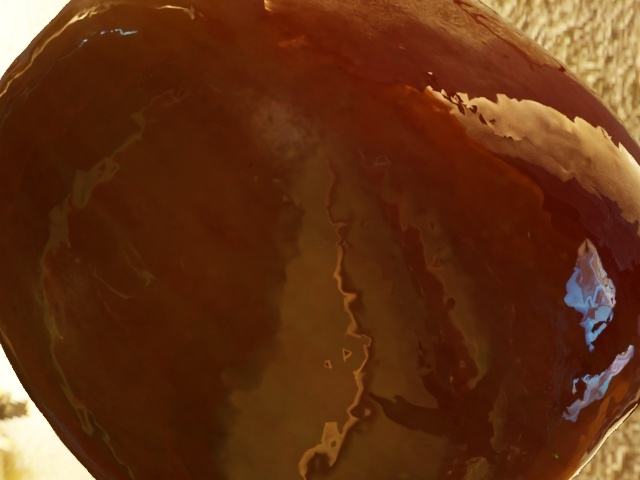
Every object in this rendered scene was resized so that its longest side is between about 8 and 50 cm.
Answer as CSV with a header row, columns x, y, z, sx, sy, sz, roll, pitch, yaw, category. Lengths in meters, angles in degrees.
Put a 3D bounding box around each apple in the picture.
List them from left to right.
x,y,z,sx,sy,sz,roll,pitch,yaw,category
0.000,0.000,0.538,0.241,0.242,0.242,46,-52,4,apple
